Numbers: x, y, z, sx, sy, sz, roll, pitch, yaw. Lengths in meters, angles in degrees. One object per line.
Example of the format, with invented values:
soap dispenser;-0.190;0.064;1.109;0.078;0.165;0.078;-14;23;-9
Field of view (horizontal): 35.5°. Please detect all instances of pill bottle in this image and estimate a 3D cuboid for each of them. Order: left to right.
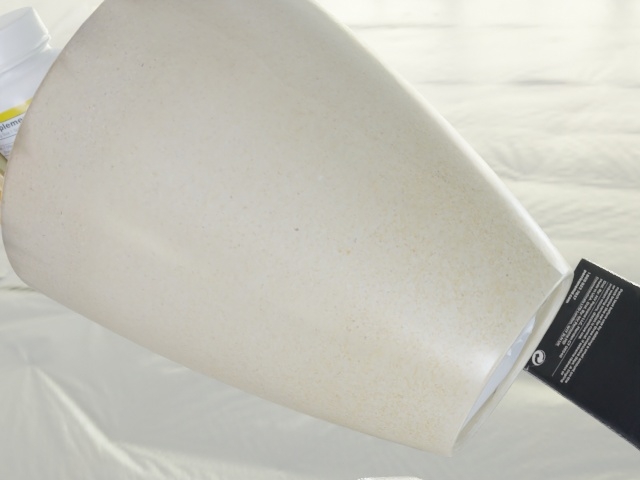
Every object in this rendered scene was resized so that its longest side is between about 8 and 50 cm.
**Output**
pill bottle;-0.274;-0.115;0.989;0.119;0.208;0.119;-21;-154;11

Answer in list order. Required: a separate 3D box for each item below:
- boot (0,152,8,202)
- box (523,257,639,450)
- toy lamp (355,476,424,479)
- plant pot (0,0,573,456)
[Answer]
boot;-0.397;-0.037;0.844;0.211;0.295;0.104;-46;-137;1
box;0.303;0.131;0.729;0.261;0.103;0.184;28;-173;-32
toy lamp;-0.018;0.258;0.830;0.274;0.080;0.080;-12;-157;-33
plant pot;0.000;0.000;0.605;0.274;0.256;0.256;34;-140;18
